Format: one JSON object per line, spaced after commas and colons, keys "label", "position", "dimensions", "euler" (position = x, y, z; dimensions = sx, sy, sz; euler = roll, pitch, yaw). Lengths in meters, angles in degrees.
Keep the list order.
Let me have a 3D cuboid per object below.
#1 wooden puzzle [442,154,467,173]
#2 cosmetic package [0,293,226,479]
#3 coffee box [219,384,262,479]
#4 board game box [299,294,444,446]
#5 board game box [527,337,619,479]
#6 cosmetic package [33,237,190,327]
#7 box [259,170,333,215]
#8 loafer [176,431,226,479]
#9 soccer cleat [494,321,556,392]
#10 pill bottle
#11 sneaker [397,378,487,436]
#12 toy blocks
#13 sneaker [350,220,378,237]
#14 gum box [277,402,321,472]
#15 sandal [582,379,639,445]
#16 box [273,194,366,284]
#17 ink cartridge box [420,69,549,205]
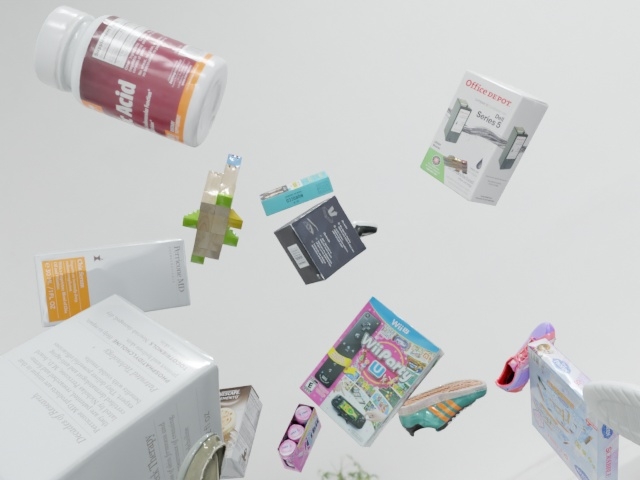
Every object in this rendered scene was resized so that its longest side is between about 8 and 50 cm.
{"label": "wooden puzzle", "position": [0.272, -0.155, 1.235], "dimensions": [0.006, 0.049, 0.083], "euler": [-68, -18, -8]}
{"label": "cosmetic package", "position": [-0.438, 0.377, 1.176], "dimensions": [0.394, 0.328, 0.329], "euler": [-34, -43, -41]}
{"label": "coffee box", "position": [-0.267, 0.545, 1.749], "dimensions": [0.141, 0.098, 0.246], "euler": [-11, 35, 17]}
{"label": "board game box", "position": [0.129, 0.327, 1.547], "dimensions": [0.303, 0.224, 0.097], "euler": [-51, -25, -3]}
{"label": "board game box", "position": [0.691, 0.487, 1.694], "dimensions": [0.066, 0.317, 0.318], "euler": [-17, 28, -8]}
{"label": "cosmetic package", "position": [-0.671, 0.128, 1.994], "dimensions": [0.454, 0.229, 0.161], "euler": [-8, 5, -23]}
{"label": "box", "position": [-0.084, -0.163, 2.101], "dimensions": [0.244, 0.060, 0.100], "euler": [-20, 19, -2]}
{"label": "loafer", "position": [-0.182, 0.434, 0.968], "dimensions": [0.088, 0.251, 0.094], "euler": [8, -8, 18]}
{"label": "soccer cleat", "position": [0.616, 0.352, 1.842], "dimensions": [0.095, 0.083, 0.248], "euler": [17, -72, -33]}
{"label": "pill bottle", "position": [-0.438, -0.388, 1.441], "dimensions": [0.224, 0.392, 0.224], "euler": [-160, 90, -87]}
{"label": "sneaker", "position": [0.403, 0.542, 1.986], "dimensions": [0.302, 0.121, 0.108], "euler": [-20, 3, 7]}
{"label": "toy blocks", "position": [-0.356, -0.125, 2.119], "dimensions": [0.381, 0.191, 0.260], "euler": [113, 166, -49]}
{"label": "sneaker", "position": [0.066, 0.014, 1.790], "dimensions": [0.217, 0.121, 0.079], "euler": [-6, -17, -2]}
{"label": "gum box", "position": [-0.068, 0.633, 1.957], "dimensions": [0.062, 0.107, 0.188], "euler": [5, 42, 24]}
{"label": "sandal", "position": [0.726, 0.348, 1.222], "dimensions": [0.102, 0.169, 0.416], "euler": [-34, 14, -26]}
{"label": "box", "position": [0.000, 0.000, 1.485], "dimensions": [0.158, 0.156, 0.093], "euler": [-35, 7, -33]}
{"label": "ink cartridge box", "position": [0.395, -0.252, 1.504], "dimensions": [0.115, 0.198, 0.272], "euler": [6, -63, -38]}
